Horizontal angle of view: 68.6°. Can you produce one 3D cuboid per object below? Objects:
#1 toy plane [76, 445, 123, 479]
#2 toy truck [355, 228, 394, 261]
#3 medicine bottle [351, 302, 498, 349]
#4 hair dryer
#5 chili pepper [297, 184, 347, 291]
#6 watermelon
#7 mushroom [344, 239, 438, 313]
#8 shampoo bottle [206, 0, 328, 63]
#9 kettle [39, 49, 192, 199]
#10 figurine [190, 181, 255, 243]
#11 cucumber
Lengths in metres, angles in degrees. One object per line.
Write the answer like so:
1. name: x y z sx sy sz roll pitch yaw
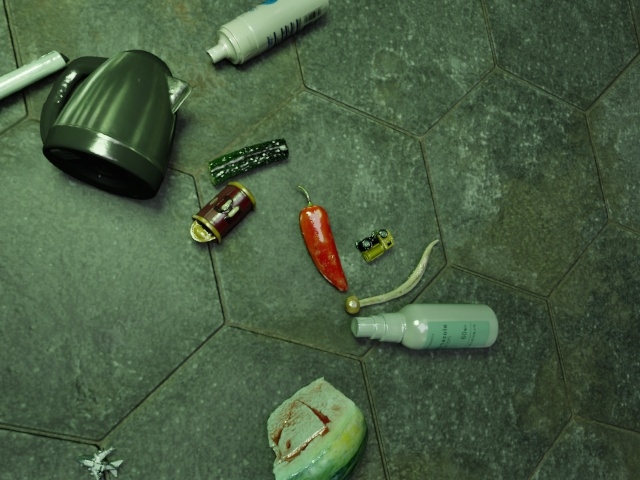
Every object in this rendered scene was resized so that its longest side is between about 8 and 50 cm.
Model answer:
1. toy plane: -0.429 0.431 0.906 0.083 0.031 0.078 21 92 -19
2. toy truck: 0.133 0.008 1.120 0.083 0.049 0.054 -31 97 -17
3. medicine bottle: 0.243 0.203 1.108 0.352 0.110 0.110 2 85 -18
4. hair dryer: -0.575 -0.292 0.868 0.236 0.131 0.073 -37 97 -23
5. chili pepper: 0.000 0.000 1.071 0.071 0.063 0.272 -21 95 -7
6. watermelon: -0.014 0.436 1.005 0.213 0.201 0.261 -36 140 -19
7. mushroom: 0.188 0.097 1.140 0.306 0.043 0.068 -29 120 -20
8. shampoo bottle: -0.123 -0.481 1.051 0.303 0.092 0.092 -37 98 -17
9. kettle: -0.384 -0.241 0.912 0.207 0.251 0.270 33 67 -44
10. figurine: -0.205 -0.053 0.986 0.082 0.098 0.154 47 71 -14
11. cucumber: -0.158 -0.179 1.033 0.187 0.058 0.058 -24 94 -19
